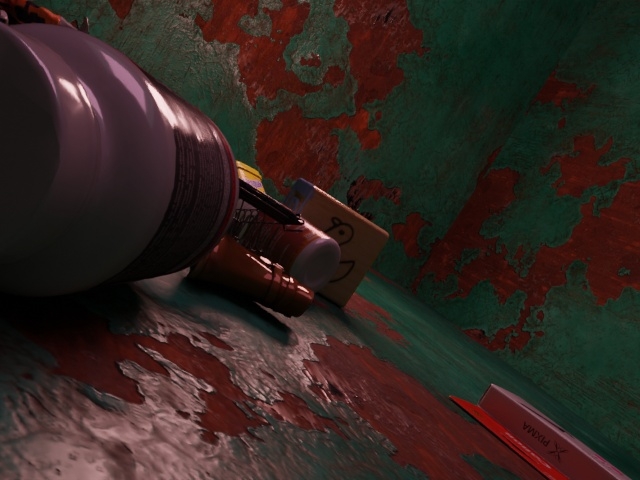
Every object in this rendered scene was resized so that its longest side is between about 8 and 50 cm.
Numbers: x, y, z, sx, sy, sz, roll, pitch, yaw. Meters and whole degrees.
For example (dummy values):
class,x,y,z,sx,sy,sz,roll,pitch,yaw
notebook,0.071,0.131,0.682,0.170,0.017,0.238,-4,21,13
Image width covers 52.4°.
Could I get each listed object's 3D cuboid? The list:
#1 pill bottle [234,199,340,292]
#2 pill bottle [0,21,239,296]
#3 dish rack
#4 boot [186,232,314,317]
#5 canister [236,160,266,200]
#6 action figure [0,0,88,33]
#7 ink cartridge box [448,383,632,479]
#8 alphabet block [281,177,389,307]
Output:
class,x,y,z,sx,sy,sz,roll,pitch,yaw
pill bottle,-0.075,0.001,1.223,0.216,0.121,0.121,35,4,33
pill bottle,-0.175,-0.051,0.478,0.176,0.176,0.318,33,3,4
dish rack,-0.154,-0.046,0.895,0.208,0.074,0.271,30,-14,-28
boot,-0.080,0.048,0.825,0.152,0.073,0.197,30,1,1
canister,-0.191,-0.113,1.720,0.126,0.073,0.170,24,36,-52
action figure,-0.681,-0.468,1.411,0.178,0.330,0.341,129,-53,-61
ink cartridge box,0.383,0.344,1.116,0.239,0.060,0.275,32,3,-46
alphabet block,0.000,0.000,1.413,0.197,0.192,0.193,31,5,-16
